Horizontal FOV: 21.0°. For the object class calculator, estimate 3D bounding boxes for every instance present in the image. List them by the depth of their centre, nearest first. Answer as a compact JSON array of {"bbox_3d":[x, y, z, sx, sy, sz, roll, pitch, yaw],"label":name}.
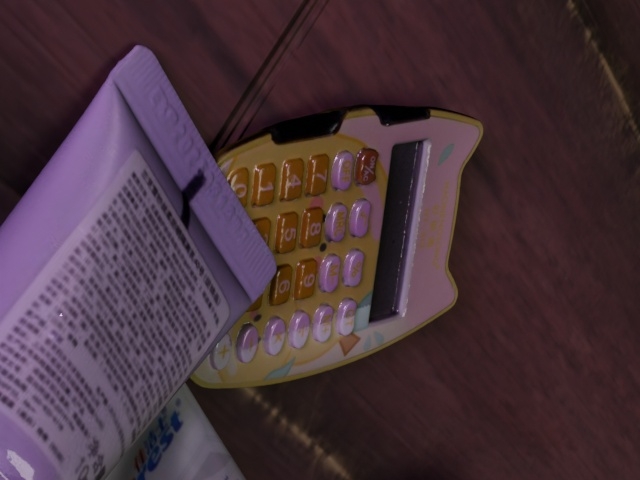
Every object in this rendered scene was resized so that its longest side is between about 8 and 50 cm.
[{"bbox_3d":[0.000,0.000,0.962,0.236,0.033,0.157,-13,119,-46],"label":"calculator"}]

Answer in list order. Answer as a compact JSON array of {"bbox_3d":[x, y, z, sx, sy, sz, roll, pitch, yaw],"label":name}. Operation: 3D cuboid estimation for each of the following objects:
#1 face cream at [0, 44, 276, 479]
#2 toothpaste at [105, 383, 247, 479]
[{"bbox_3d":[-0.121,0.051,0.790,0.274,0.096,0.154,-53,127,-32],"label":"face cream"},{"bbox_3d":[-0.051,0.181,0.968,0.100,0.066,0.323,-59,141,-26],"label":"toothpaste"}]
